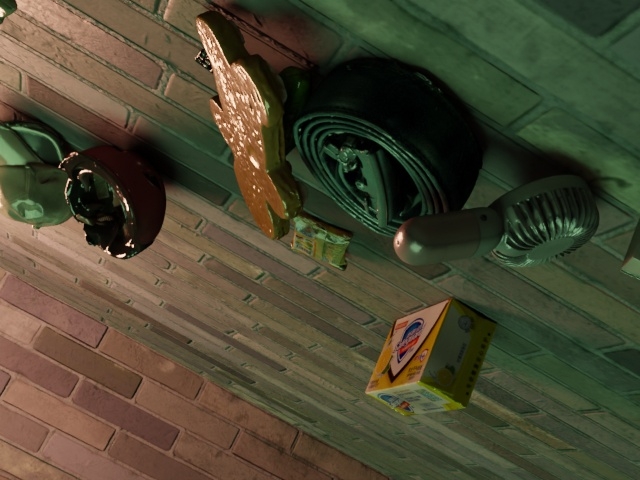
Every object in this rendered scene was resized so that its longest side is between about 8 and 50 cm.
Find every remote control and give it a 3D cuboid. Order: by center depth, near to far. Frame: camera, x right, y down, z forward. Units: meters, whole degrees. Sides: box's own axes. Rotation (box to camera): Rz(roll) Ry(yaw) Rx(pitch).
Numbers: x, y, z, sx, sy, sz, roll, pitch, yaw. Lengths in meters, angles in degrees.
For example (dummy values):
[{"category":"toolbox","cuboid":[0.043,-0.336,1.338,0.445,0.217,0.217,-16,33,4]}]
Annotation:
[{"category":"remote control","cuboid":[-0.117,-0.215,1.138,0.096,0.014,0.039,34,157,-15]}]

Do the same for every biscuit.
[{"category":"biscuit","cuboid":[-0.077,-0.126,1.098,0.216,0.047,0.340,54,163,36]}]

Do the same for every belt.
[{"category":"belt","cuboid":[0.081,-0.091,1.049,0.206,0.116,0.267,17,154,35]}]

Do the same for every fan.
[{"category":"fan","cuboid":[0.198,-0.015,0.991,0.244,0.074,0.130,-7,155,-20]}]

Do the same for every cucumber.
[{"category":"cucumber","cuboid":[-0.047,-0.160,1.130,0.056,0.056,0.250,27,158,0]}]

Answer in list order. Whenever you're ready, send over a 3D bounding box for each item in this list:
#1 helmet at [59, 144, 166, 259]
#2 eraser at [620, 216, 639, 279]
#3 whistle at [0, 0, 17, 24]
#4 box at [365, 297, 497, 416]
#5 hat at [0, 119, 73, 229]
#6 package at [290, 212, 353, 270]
[{"category":"helmet","cuboid":[-0.346,-0.081,1.547,0.198,0.154,0.253,45,141,6]},{"category":"eraser","cuboid":[0.443,0.034,0.950,0.212,0.092,0.046,23,160,9]},{"category":"whistle","cuboid":[-0.501,-0.324,1.225,0.253,0.106,0.102,8,-167,39]},{"category":"box","cuboid":[0.192,0.216,1.585,0.097,0.168,0.265,28,161,-10]},{"category":"hat","cuboid":[-0.582,-0.133,1.696,0.232,0.161,0.275,-1,143,44]},{"category":"package","cuboid":[0.000,0.001,1.490,0.108,0.031,0.121,23,154,8]}]
